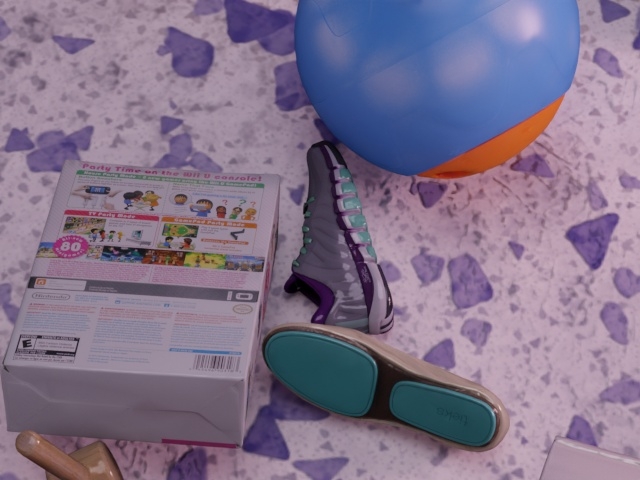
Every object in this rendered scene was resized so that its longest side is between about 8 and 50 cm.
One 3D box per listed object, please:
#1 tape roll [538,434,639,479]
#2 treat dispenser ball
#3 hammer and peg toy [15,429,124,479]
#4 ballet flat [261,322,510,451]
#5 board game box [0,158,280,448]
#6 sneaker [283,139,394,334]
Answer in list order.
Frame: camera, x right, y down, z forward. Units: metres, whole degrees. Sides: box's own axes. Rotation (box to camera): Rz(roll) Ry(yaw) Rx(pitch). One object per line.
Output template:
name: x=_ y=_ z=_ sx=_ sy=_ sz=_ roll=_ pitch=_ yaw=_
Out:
tape roll: x=0.248 y=0.306 z=1.686 sx=0.169 sy=0.246 sz=0.246 roll=15 pitch=59 yaw=10
treat dispenser ball: x=0.117 y=-0.205 z=1.983 sx=0.288 sy=0.288 sz=0.288 roll=0 pitch=58 yaw=0
hammer and peg toy: x=-0.210 y=0.327 z=1.667 sx=0.127 sy=0.266 sz=0.361 roll=-26 pitch=61 yaw=6
ballet flat: x=0.065 y=0.136 z=1.896 sx=0.248 sy=0.086 sz=0.086 roll=22 pitch=60 yaw=10
board game box: x=-0.163 y=0.054 z=1.884 sx=0.224 sy=0.097 sz=0.303 roll=5 pitch=41 yaw=4
sneaker: x=0.000 y=0.000 z=1.978 sx=0.098 sy=0.083 sz=0.223 roll=-16 pitch=60 yaw=-4
